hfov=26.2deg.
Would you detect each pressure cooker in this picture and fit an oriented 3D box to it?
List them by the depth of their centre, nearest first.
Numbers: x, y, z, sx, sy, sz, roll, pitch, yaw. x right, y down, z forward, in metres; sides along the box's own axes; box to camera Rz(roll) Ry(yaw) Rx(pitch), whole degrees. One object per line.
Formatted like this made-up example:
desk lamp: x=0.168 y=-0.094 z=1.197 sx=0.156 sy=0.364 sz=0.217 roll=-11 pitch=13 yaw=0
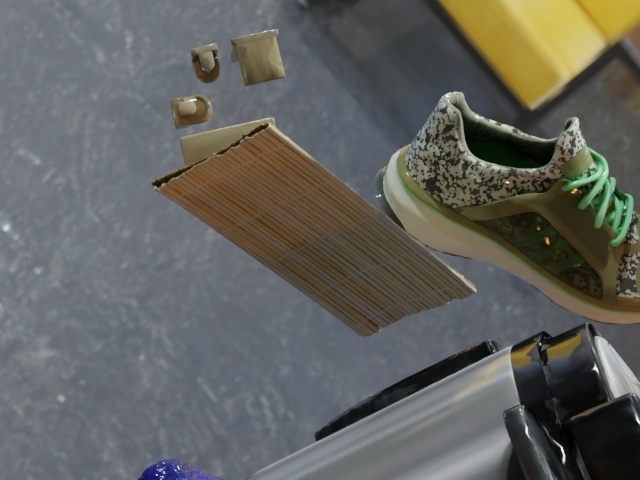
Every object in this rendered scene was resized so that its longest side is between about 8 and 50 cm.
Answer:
pressure cooker: x=0.172 y=0.271 z=1.055 sx=0.375 sy=0.420 sz=0.370 roll=61 pitch=13 yaw=-6

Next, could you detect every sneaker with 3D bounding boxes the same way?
sneaker: x=0.271 y=-0.042 z=1.512 sx=0.410 sy=0.182 sz=0.158 roll=19 pitch=45 yaw=-3

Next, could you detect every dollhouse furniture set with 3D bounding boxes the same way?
dollhouse furniture set: x=-0.109 y=-0.159 z=1.685 sx=0.123 sy=0.144 sz=0.151 roll=161 pitch=-84 yaw=-84

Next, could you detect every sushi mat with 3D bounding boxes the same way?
sushi mat: x=0.000 y=0.000 z=1.338 sx=0.316 sy=0.151 sz=0.019 roll=37 pitch=41 yaw=-35

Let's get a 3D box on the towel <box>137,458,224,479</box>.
towel: x=-0.056 y=0.366 z=1.396 sx=0.308 sy=0.076 sz=0.228 roll=48 pitch=5 yaw=37
